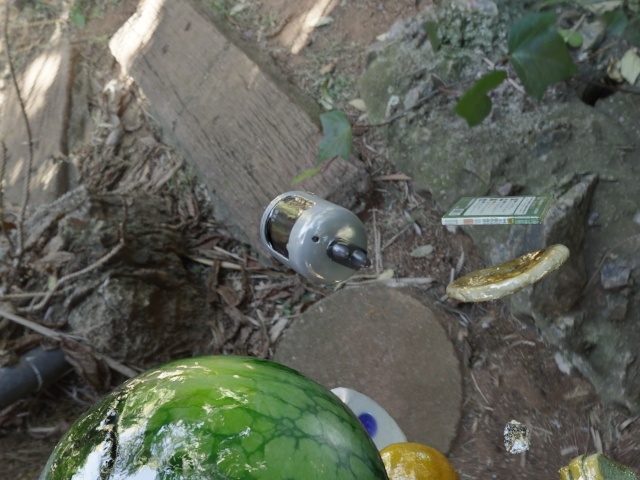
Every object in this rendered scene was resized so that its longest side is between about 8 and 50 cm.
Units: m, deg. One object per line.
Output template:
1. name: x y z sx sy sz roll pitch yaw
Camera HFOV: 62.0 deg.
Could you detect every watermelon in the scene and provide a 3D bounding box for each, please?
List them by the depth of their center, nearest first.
1. watermelon: -0.098 0.282 0.543 0.363 0.363 0.363 -11 63 22

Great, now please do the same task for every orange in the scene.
1. orange: 0.130 0.367 0.777 0.156 0.156 0.124 -19 32 18

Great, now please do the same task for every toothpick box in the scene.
1. toothpick box: 0.000 0.000 1.392 0.229 0.229 0.316 -54 31 -5

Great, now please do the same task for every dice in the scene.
1. dice: 0.060 0.627 1.492 0.277 0.304 0.304 -33 11 49

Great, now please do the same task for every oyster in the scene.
1. oyster: 0.392 0.390 1.067 0.054 0.019 0.083 -19 18 22

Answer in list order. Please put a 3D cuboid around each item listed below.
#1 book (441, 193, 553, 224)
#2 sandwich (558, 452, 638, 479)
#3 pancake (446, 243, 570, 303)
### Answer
1. book: 0.501 -0.087 1.505 0.264 0.202 0.027 0 110 32
2. sandwich: 0.588 0.568 1.038 0.095 0.249 0.273 -38 39 28
3. pancake: 0.497 0.091 1.432 0.356 0.356 0.065 -22 85 16
